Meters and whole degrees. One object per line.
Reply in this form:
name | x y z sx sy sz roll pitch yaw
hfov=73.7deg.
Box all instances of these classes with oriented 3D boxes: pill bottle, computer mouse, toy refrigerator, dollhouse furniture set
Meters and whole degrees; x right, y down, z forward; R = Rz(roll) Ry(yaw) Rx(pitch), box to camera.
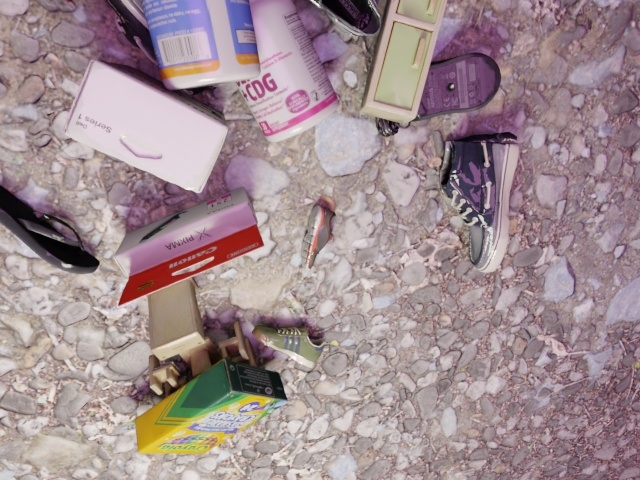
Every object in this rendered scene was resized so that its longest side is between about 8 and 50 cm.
pill bottle | -0.184 -0.367 0.616 0.153 0.152 0.271 -12 111 -10
computer mouse | 0.247 -0.337 0.929 0.273 0.072 0.188 -7 110 0
toy refrigerator | 0.162 -0.375 0.823 0.103 0.094 0.269 14 97 -5
dollhouse furniture set | -0.290 0.229 0.984 0.212 0.160 0.241 -21 135 -6
pill bottle | -0.095 -0.341 0.786 0.161 0.160 0.282 -30 112 -2

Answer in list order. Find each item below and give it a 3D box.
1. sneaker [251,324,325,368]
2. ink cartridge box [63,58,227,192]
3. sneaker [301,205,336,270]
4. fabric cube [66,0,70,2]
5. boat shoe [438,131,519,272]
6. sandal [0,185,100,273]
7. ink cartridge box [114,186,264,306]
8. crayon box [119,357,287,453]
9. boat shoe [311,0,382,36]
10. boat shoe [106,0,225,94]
sneaker | -0.071 0.239 1.062 0.192 0.064 0.086 36 90 -23
ink cartridge box | -0.274 -0.201 0.728 0.202 0.278 0.117 24 103 -21
sneaker | 0.000 0.000 0.992 0.065 0.061 0.157 9 108 -24
fabric cube | -0.441 -0.541 0.574 0.254 0.259 0.258 30 98 -20
boat shoe | 0.358 -0.088 1.026 0.158 0.127 0.339 0 102 -7
sandal | -0.538 -0.024 0.824 0.054 0.097 0.254 -43 113 4
ink cartridge box | -0.256 -0.003 0.826 0.276 0.239 0.060 -23 113 -5
crayon box | -0.264 0.401 0.980 0.323 0.083 0.203 -35 143 14
boat shoe | 0.000 -0.472 0.752 0.108 0.102 0.301 -46 131 14
boat shoe | -0.282 -0.354 0.710 0.091 0.114 0.302 -14 145 25
